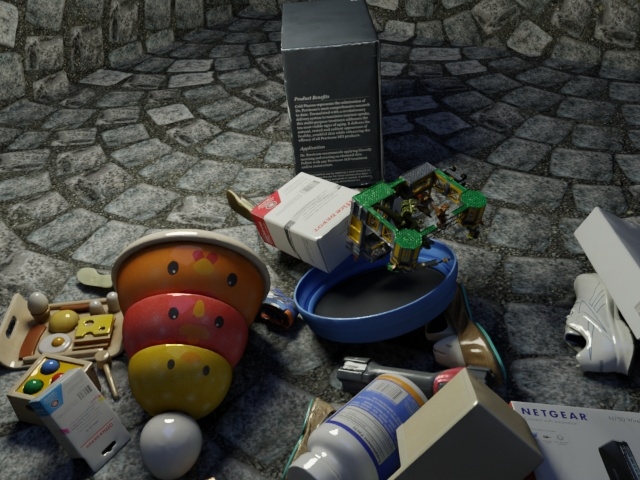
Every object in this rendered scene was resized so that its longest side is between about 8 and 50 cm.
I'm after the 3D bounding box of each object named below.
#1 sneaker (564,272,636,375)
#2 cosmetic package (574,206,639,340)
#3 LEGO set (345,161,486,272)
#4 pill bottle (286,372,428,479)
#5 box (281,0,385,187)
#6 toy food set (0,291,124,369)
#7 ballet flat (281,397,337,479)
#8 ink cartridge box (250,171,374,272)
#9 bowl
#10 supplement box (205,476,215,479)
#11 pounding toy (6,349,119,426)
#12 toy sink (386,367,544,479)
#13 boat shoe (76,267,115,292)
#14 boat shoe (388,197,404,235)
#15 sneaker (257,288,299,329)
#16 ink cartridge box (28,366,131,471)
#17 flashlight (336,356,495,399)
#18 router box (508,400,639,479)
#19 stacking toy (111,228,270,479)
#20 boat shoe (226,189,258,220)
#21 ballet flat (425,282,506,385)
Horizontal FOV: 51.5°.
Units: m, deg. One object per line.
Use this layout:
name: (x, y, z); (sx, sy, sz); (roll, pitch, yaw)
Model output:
sneaker: (0.605, 0.175, 1.485); (0.129, 0.111, 0.297); (-4, 33, 10)
cosmetic package: (0.758, 0.107, 1.468); (0.284, 0.098, 0.377); (20, 32, -14)
LEGO set: (0.216, -0.024, 1.561); (0.254, 0.192, 0.331); (34, 52, 26)
pill bottle: (0.073, 0.372, 1.201); (0.152, 0.153, 0.272); (26, 42, 35)
box: (0.038, -0.488, 2.169); (0.297, 0.472, 0.480); (-4, 34, 0)
toy food set: (-0.604, 0.188, 1.596); (0.305, 0.093, 0.220); (-7, 35, -3)
ballet flat: (-0.014, 0.389, 1.273); (0.067, 0.073, 0.206); (18, 42, 6)
ink cartridge box: (-0.014, -0.053, 1.711); (0.197, 0.114, 0.272); (-40, 39, -24)
bowl: (0.133, 0.110, 1.562); (0.390, 0.077, 0.391); (-15, 22, 6)
supplement box: (-0.205, 0.480, 1.184); (0.062, 0.036, 0.098); (-16, 37, -15)
pounding toy: (-0.525, 0.296, 1.431); (0.180, 0.094, 0.206); (7, 37, 16)
toy sink: (0.219, 0.356, 1.101); (0.152, 0.234, 0.131); (40, 13, -9)
boat shoe: (-0.588, 0.107, 1.758); (0.132, 0.042, 0.049); (13, 63, 24)
boat shoe: (0.164, -0.039, 1.852); (0.088, 0.096, 0.268); (-18, 38, 36)
sneaker: (-0.141, 0.150, 1.632); (0.221, 0.083, 0.087); (26, 31, 28)
ink cartridge box: (-0.474, 0.356, 1.316); (0.061, 0.181, 0.104); (-20, 17, 45)
flashlight: (0.194, 0.290, 1.347); (0.303, 0.103, 0.103); (2, 34, 28)
router box: (0.498, 0.421, 1.104); (0.335, 0.082, 0.301); (6, 34, -5)
stacking toy: (-0.276, 0.249, 1.365); (0.350, 0.351, 0.480); (-4, 53, 0)
boat shoe: (-0.233, -0.110, 2.025); (0.049, 0.056, 0.152); (-23, 48, -32)
ballet flat: (0.298, 0.208, 1.467); (0.124, 0.116, 0.342); (-15, 32, 2)
